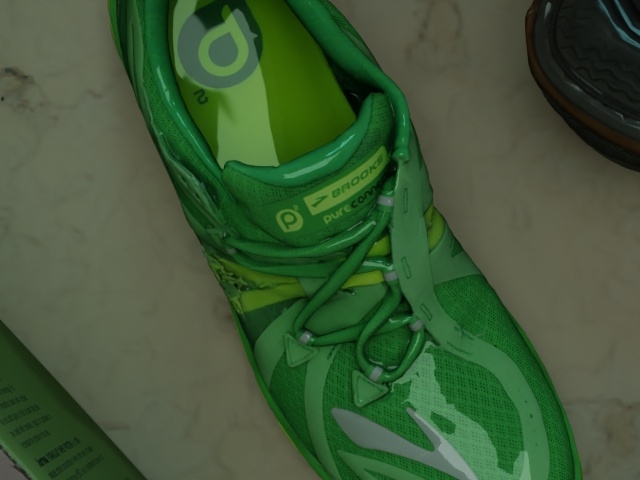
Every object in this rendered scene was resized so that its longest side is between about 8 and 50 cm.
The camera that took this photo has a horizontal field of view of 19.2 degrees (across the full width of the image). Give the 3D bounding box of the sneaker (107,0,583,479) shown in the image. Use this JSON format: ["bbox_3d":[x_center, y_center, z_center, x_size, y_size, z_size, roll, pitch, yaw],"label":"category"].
[{"bbox_3d":[0.000,0.000,0.740,0.109,0.123,0.295,-32,90,0],"label":"sneaker"}]

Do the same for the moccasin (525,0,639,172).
[{"bbox_3d":[0.221,-0.190,0.742,0.139,0.147,0.380,28,94,15],"label":"moccasin"}]

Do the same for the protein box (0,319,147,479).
[{"bbox_3d":[-0.158,0.104,0.702,0.136,0.200,0.201,-43,89,-1],"label":"protein box"}]
